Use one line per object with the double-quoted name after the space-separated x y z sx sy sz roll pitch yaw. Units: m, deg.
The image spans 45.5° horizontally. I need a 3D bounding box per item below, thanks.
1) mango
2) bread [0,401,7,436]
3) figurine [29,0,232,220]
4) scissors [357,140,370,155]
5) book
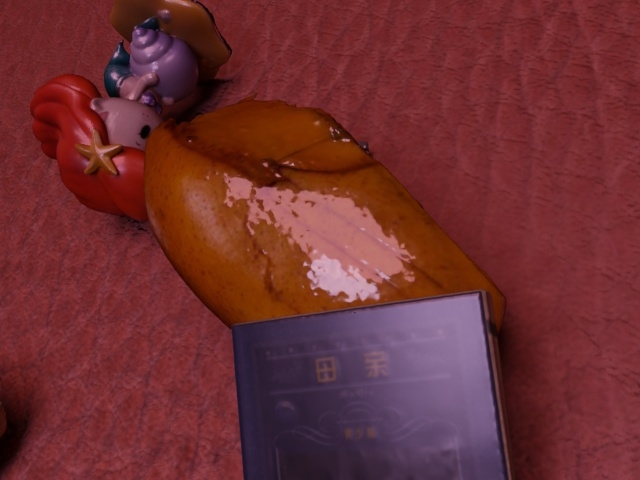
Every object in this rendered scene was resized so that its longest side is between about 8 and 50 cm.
0.000 0.000 0.651 0.350 0.201 0.199 34 115 32 "mango"
-0.441 0.217 0.707 0.184 0.114 0.275 8 47 44 "bread"
-0.230 -0.147 0.893 0.208 0.181 0.257 22 64 -5 "figurine"
-0.050 -0.076 0.800 0.204 0.101 0.027 -7 65 5 "scissors"
0.036 0.178 0.506 0.191 0.025 0.269 -10 80 23 "book"
